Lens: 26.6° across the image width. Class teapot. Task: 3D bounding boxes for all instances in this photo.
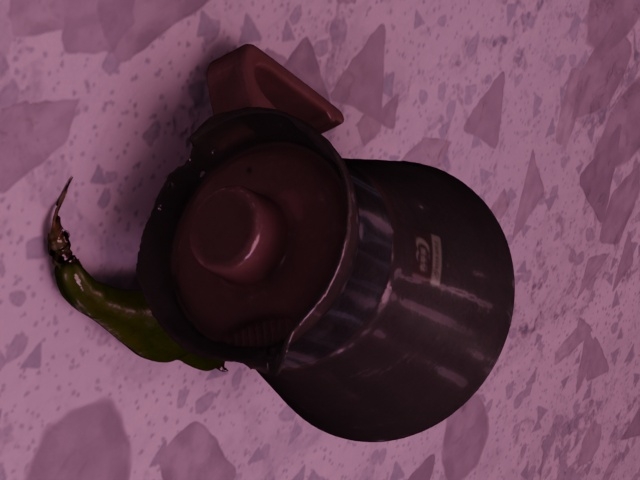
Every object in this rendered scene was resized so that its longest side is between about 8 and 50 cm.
[{"bbox_3d":[0.000,0.000,1.356,0.361,0.305,0.376,28,44,-57],"label":"teapot"}]

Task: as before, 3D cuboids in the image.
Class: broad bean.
[{"bbox_3d":[-0.171,0.066,1.349,0.098,0.056,0.318,-62,143,-19],"label":"broad bean"}]
